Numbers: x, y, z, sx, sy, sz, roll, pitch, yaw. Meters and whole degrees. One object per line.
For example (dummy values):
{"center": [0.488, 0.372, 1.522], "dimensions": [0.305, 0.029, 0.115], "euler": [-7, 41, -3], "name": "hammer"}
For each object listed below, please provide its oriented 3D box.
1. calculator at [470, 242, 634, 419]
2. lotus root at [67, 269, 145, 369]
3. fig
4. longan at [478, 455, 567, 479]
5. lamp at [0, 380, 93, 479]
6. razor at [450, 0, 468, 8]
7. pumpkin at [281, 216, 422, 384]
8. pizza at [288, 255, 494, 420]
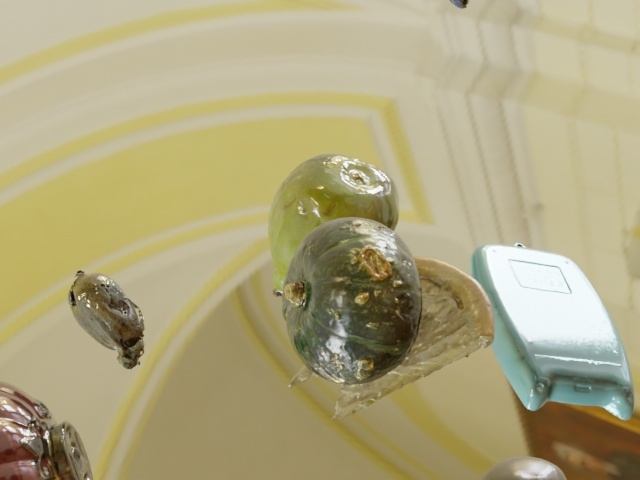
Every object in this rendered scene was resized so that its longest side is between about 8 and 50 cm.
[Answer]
{"center": [0.387, 0.133, 2.122], "dimensions": [0.256, 0.386, 0.054], "euler": [8, -52, -20], "name": "calculator"}
{"center": [-0.310, 0.112, 1.852], "dimensions": [0.088, 0.165, 0.088], "euler": [-36, -11, -8], "name": "lotus root"}
{"center": [0.011, -0.003, 2.317], "dimensions": [0.233, 0.233, 0.314], "euler": [-5, -63, -61], "name": "fig"}
{"center": [0.402, 0.533, 2.530], "dimensions": [0.220, 0.196, 0.197], "euler": [-13, -61, -53], "name": "longan"}
{"center": [-0.447, 0.337, 1.704], "dimensions": [0.257, 0.303, 0.303], "euler": [-21, -38, 0], "name": "lamp"}
{"center": [0.212, -0.427, 2.067], "dimensions": [0.056, 0.093, 0.324], "euler": [-57, -12, 11], "name": "razor"}
{"center": [0.032, 0.066, 1.397], "dimensions": [0.146, 0.190, 0.190], "euler": [-2, -69, -39], "name": "pumpkin"}
{"center": [0.074, 0.110, 1.516], "dimensions": [0.262, 0.181, 0.034], "euler": [-32, -35, -6], "name": "pizza"}
